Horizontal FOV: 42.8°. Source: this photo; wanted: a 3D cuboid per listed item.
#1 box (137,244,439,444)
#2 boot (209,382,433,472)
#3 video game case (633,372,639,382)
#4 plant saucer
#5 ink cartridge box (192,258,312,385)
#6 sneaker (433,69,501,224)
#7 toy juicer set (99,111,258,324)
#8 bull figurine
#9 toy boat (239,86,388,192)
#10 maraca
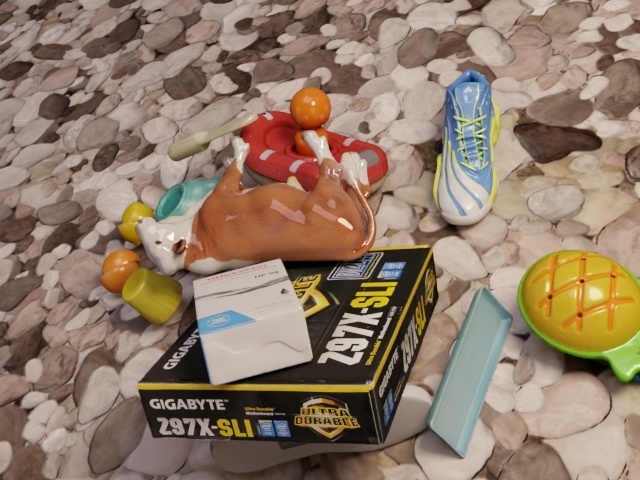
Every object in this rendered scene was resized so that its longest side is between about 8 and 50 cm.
[{"bbox_3d":[-0.018,0.107,0.940,0.257,0.079,0.322,-2,23,20],"label":"box"},{"bbox_3d":[-0.003,0.179,0.948,0.258,0.095,0.123,-12,38,5],"label":"boot"},{"bbox_3d":[0.420,0.105,0.884,0.119,0.015,0.166,26,64,38],"label":"video game case"},{"bbox_3d":[0.169,0.145,0.927,0.018,0.067,0.192,-11,42,47],"label":"plant saucer"},{"bbox_3d":[-0.078,0.075,0.863,0.104,0.060,0.180,-14,21,-7],"label":"ink cartridge box"},{"bbox_3d":[0.195,-0.140,1.125,0.091,0.126,0.240,-4,48,20],"label":"sneaker"},{"bbox_3d":[-0.209,-0.040,1.224,0.209,0.089,0.329,11,69,52],"label":"toy juicer set"},{"bbox_3d":[-0.078,-0.038,1.052,0.310,0.101,0.189,1,66,11],"label":"bull figurine"},{"bbox_3d":[-0.015,-0.149,1.187,0.231,0.151,0.151,22,36,36],"label":"toy boat"},{"bbox_3d":[0.306,0.078,0.901,0.185,0.099,0.127,34,76,33],"label":"maraca"}]
